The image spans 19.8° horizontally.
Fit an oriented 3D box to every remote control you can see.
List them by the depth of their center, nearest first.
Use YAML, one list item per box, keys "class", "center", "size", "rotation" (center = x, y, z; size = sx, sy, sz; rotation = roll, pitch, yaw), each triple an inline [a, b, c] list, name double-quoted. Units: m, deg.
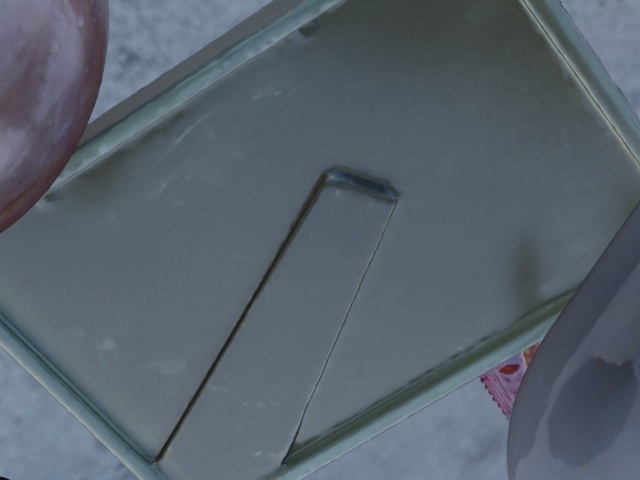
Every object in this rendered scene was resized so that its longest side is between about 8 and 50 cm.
- class: "remote control"
  center: [0.224, 0.043, 0.942]
  size: [0.103, 0.221, 0.332]
  rotation: [42, 82, -35]

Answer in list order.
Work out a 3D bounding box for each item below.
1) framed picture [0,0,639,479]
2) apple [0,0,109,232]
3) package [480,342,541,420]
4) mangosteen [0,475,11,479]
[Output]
- class: "framed picture"
  center: [0.000, 0.000, 1.230]
  size: [0.446, 0.028, 0.326]
  rotation: [-31, 121, 15]
- class: "apple"
  center: [-0.255, -0.140, 1.035]
  size: [0.235, 0.306, 0.305]
  rotation: [-49, 142, 4]
- class: "package"
  center: [0.178, 0.071, 1.449]
  size: [0.022, 0.083, 0.200]
  rotation: [-23, -170, 39]
- class: "mangosteen"
  center: [-0.179, 0.244, 0.885]
  size: [0.359, 0.306, 0.306]
  rotation: [-38, 153, -58]
